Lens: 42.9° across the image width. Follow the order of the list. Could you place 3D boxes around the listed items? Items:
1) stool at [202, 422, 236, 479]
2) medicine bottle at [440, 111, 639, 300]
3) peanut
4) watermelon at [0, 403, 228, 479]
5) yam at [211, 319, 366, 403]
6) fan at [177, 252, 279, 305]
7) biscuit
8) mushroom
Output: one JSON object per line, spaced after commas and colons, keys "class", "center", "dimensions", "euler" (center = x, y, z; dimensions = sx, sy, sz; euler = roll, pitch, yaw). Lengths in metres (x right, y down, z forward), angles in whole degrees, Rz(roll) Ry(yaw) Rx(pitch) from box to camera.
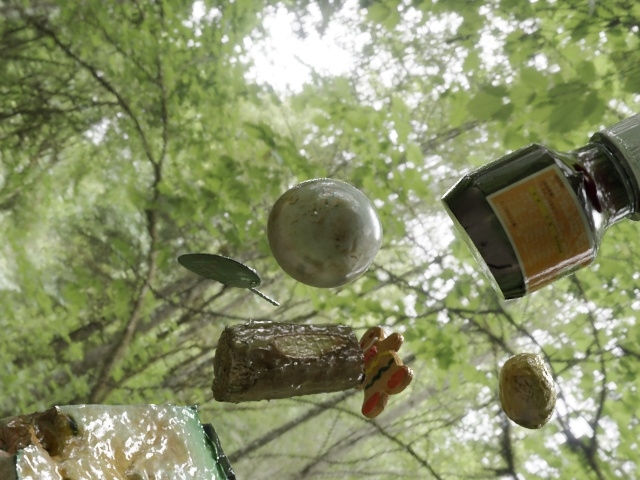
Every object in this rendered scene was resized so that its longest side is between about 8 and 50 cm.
{"class": "stool", "center": [-0.270, 0.458, 1.521], "dimensions": [0.141, 0.232, 0.232], "euler": [55, -24, 36]}
{"class": "medicine bottle", "center": [0.427, -0.074, 1.383], "dimensions": [0.242, 0.395, 0.242], "euler": [62, 4, -8]}
{"class": "peanut", "center": [0.440, 0.316, 1.731], "dimensions": [0.140, 0.109, 0.159], "euler": [20, -69, 48]}
{"class": "watermelon", "center": [-0.249, 0.292, 0.875], "dimensions": [0.151, 0.302, 0.264], "euler": [-40, -130, 23]}
{"class": "yam", "center": [-0.055, 0.189, 1.292], "dimensions": [0.129, 0.238, 0.128], "euler": [122, -41, -49]}
{"class": "fan", "center": [-0.239, 0.090, 2.020], "dimensions": [0.223, 0.012, 0.294], "euler": [10, -22, 17]}
{"class": "biscuit", "center": [0.119, 0.267, 1.758], "dimensions": [0.036, 0.165, 0.250], "euler": [34, 19, -22]}
{"class": "mushroom", "center": [0.000, 0.000, 1.701], "dimensions": [0.243, 0.243, 0.243], "euler": [46, -29, 34]}
